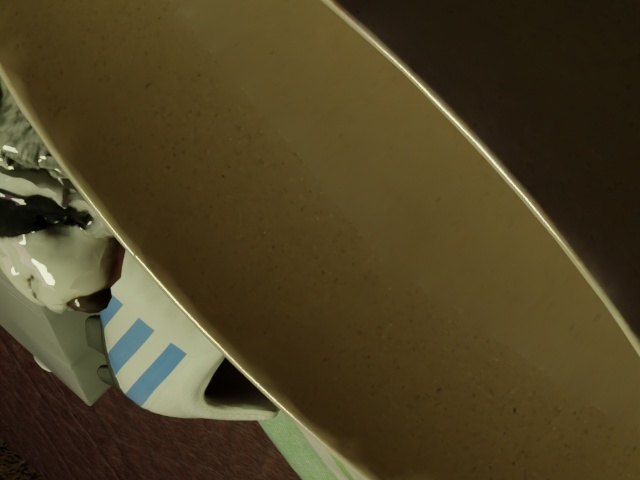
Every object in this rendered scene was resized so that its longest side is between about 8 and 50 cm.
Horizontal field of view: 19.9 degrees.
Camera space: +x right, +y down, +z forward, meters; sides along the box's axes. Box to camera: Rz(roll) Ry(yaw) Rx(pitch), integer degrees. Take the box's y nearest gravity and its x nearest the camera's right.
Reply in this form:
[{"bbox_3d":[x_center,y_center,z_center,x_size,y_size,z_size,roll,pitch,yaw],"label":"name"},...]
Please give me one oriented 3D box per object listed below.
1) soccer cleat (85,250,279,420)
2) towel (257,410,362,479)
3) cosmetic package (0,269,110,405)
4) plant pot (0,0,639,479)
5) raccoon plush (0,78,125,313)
[{"bbox_3d":[-0.097,0.001,1.162,0.143,0.116,0.331,11,146,22],"label":"soccer cleat"},{"bbox_3d":[0.059,0.186,1.296,0.325,0.038,0.248,18,149,55],"label":"towel"},{"bbox_3d":[-0.207,0.016,1.418,0.127,0.107,0.238,40,164,21],"label":"cosmetic package"},{"bbox_3d":[0.056,-0.059,0.518,0.284,0.191,0.284,40,162,16],"label":"plant pot"},{"bbox_3d":[-0.231,-0.157,0.891,0.299,0.216,0.446,-24,104,33],"label":"raccoon plush"}]
